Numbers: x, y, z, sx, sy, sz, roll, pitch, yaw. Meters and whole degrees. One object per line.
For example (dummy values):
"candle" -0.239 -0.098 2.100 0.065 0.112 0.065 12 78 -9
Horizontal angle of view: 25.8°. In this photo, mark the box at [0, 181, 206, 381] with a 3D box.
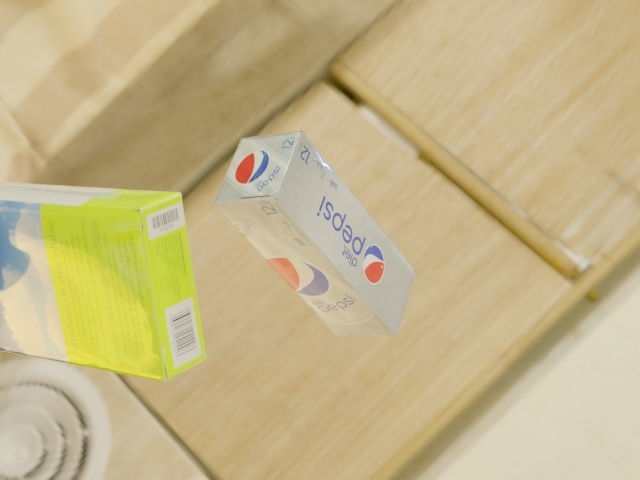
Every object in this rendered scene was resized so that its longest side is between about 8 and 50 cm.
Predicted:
"box" -0.156 0.022 0.869 0.042 0.178 0.109 -26 114 -49

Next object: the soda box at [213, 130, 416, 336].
"soda box" 0.000 0.000 1.614 0.286 0.091 0.098 49 50 -42
